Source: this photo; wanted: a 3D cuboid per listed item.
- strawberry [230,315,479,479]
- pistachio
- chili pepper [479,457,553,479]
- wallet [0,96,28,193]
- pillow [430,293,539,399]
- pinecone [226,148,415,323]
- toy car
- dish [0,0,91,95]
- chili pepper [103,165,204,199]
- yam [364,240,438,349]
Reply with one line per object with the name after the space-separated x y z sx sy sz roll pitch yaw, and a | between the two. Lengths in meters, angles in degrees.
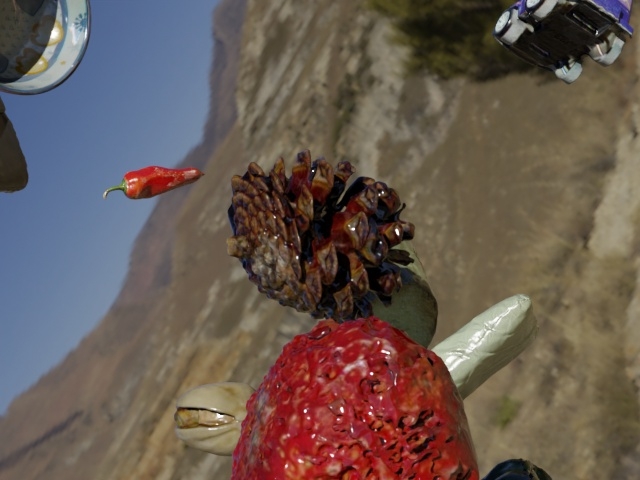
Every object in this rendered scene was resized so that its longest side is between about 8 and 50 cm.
0.021 0.222 1.101 0.220 0.274 0.274 -34 -13 -40 | strawberry
-0.146 0.256 1.692 0.149 0.113 0.113 3 49 34 | pistachio
0.331 0.520 2.031 0.256 0.233 0.248 -37 -11 9 | chili pepper
-0.623 -0.169 1.860 0.062 0.228 0.406 -21 1 19 | wallet
0.186 0.186 1.633 0.280 0.076 0.274 -41 -17 2 | pillow
0.005 -0.005 1.781 0.298 0.295 0.242 31 100 65 | pinecone
0.410 -0.383 1.958 0.235 0.172 0.158 -26 39 60 | toy car
-0.389 -0.286 1.412 0.086 0.228 0.236 2 29 42 | dish
-0.280 -0.101 1.979 0.191 0.050 0.059 -13 -18 -33 | chili pepper
0.125 0.088 2.251 0.168 0.168 0.304 -57 26 24 | yam
